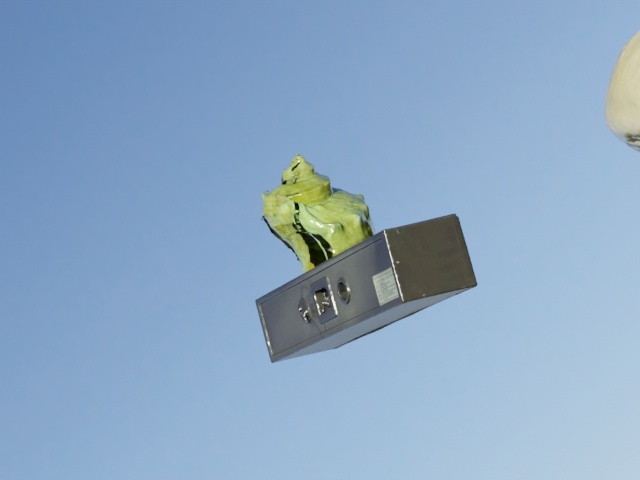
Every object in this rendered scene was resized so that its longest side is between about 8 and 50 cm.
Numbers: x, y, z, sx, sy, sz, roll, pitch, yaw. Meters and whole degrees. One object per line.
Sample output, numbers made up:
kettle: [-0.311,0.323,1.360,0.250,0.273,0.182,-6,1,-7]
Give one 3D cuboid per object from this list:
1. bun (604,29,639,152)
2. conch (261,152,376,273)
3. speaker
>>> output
bun: [0.315,-0.115,1.471,0.193,0.178,0.128,-175,100,-70]
conch: [0.000,0.000,1.325,0.074,0.121,0.089,-13,7,11]
speaker: [0.019,0.029,1.064,0.046,0.040,0.191,-13,-7,-24]
